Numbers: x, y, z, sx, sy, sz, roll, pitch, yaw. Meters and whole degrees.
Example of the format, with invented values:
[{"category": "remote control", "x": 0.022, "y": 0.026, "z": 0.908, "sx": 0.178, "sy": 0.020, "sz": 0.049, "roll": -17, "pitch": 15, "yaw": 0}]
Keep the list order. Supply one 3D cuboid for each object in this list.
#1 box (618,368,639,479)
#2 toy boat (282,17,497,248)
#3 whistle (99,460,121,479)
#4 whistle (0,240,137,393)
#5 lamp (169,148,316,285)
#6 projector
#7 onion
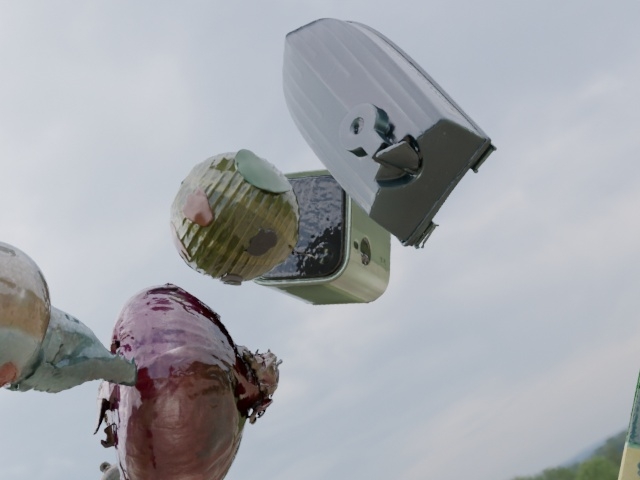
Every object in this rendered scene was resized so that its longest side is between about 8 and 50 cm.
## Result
[{"category": "box", "x": 0.328, "y": 0.228, "z": 0.812, "sx": 0.132, "sy": 0.235, "sz": 0.034, "roll": 10, "pitch": -24, "yaw": 21}, {"category": "toy boat", "x": 0.043, "y": -0.117, "z": 0.815, "sx": 0.122, "sy": 0.296, "sz": 0.114, "roll": 25, "pitch": -69, "yaw": -36}, {"category": "whistle", "x": -0.310, "y": 0.471, "z": 1.648, "sx": 0.107, "sy": 0.220, "sz": 0.057, "roll": -48, "pitch": -2, "yaw": -8}, {"category": "whistle", "x": -0.352, "y": 0.122, "z": 1.078, "sx": 0.189, "sy": 0.189, "sz": 0.348, "roll": -35, "pitch": -45, "yaw": 17}, {"category": "lamp", "x": -0.136, "y": -0.028, "z": 1.698, "sx": 0.250, "sy": 0.284, "sz": 0.250, "roll": -57, "pitch": 10, "yaw": 16}, {"category": "projector", "x": 0.000, "y": 0.000, "z": 2.055, "sx": 0.248, "sy": 0.248, "sz": 0.249, "roll": -4, "pitch": -15, "yaw": 24}, {"category": "onion", "x": -0.194, "y": 0.235, "z": 1.414, "sx": 0.286, "sy": 0.347, "sz": 0.347, "roll": -9, "pitch": -24, "yaw": -5}]
